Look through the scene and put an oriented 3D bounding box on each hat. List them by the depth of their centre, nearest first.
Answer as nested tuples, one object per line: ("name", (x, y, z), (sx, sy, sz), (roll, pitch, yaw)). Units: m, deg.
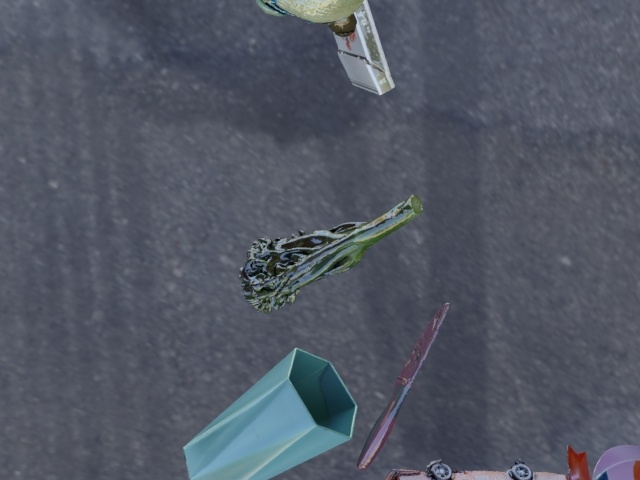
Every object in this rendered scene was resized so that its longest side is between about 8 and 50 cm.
("hat", (-0.007, -0.157, 0.811), (0.077, 0.059, 0.076), (23, 45, -1))

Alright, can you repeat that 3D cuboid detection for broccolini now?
("broccolini", (0.012, 0.017, 1.264), (0.203, 0.091, 0.068), (-15, 106, 35))

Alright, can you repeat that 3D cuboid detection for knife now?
("knife", (0.097, 0.172, 1.625), (0.035, 0.018, 0.247), (-101, 34, -63))

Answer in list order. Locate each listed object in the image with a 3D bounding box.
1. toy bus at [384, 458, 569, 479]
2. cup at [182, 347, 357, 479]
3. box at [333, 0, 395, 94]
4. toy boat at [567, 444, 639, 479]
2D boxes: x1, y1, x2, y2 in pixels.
("toy bus", (0.192, 0.321, 1.677), (0.235, 0.073, 0.096), (1, 43, -15))
("cup", (-0.075, 0.277, 1.978), (0.236, 0.134, 0.148), (-39, 75, 26))
("box", (0.035, -0.283, 1.738), (0.029, 0.198, 0.109), (-24, 20, -12))
("toy boat", (0.431, 0.314, 1.750), (0.072, 0.318, 0.219), (-50, 13, 37))
